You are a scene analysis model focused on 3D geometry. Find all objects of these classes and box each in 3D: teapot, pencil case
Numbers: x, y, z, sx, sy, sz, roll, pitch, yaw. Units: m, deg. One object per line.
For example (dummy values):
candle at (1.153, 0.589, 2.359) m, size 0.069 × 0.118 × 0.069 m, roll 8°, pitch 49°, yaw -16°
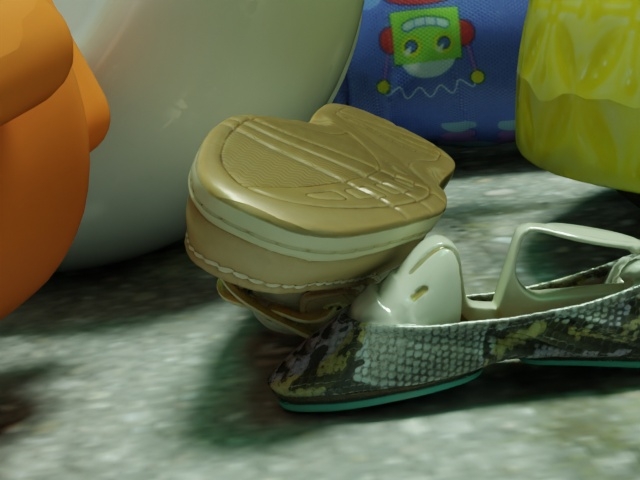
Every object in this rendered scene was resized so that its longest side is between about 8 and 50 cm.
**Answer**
teapot at (-0.080, -0.094, 0.573) m, size 0.256 × 0.252 × 0.187 m, roll 25°, pitch 2°, yaw 35°
pencil case at (0.147, -0.106, 0.685) m, size 0.306 × 0.119 × 0.133 m, roll -6°, pitch 7°, yaw 1°

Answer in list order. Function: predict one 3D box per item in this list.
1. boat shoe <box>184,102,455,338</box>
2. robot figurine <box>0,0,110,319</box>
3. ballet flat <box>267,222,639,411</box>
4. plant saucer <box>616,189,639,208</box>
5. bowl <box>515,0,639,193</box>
boat shoe at (0.000, 0.000, 0.425) m, size 0.063 × 0.059 × 0.170 m, roll 26°, pitch 13°, yaw 11°
robot figurine at (-0.141, -0.009, 0.351) m, size 0.158 × 0.128 × 0.219 m, roll 18°, pitch 30°, yaw 18°
ballet flat at (0.042, 0.016, 0.374) m, size 0.114 × 0.041 × 0.041 m, roll -7°, pitch 13°, yaw -2°
plant saucer at (0.186, -0.032, 0.527) m, size 0.199 × 0.036 × 0.198 m, roll -5°, pitch 13°, yaw 1°
bowl at (0.198, -0.115, 0.455) m, size 0.289 × 0.156 × 0.289 m, roll -5°, pitch 13°, yaw 1°
